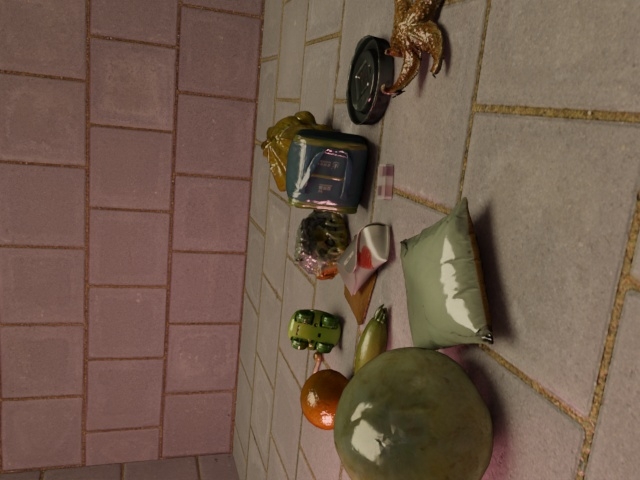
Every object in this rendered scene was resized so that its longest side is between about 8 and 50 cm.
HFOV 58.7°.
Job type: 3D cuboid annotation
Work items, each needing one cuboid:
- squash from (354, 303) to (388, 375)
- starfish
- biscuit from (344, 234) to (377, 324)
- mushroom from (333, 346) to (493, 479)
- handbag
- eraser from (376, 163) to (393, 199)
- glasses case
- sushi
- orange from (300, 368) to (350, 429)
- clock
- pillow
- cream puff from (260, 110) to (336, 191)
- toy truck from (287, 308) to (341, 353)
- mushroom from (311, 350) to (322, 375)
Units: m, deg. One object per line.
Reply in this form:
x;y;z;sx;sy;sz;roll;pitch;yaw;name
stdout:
0.149;0.349;1.694;0.094;0.094;0.341;-135;50;-66;squash
0.229;-0.529;1.500;0.312;0.112;0.304;-150;64;-66;starfish
0.126;0.131;1.903;0.232;0.013;0.237;-116;34;-54;biscuit
0.199;0.400;1.235;0.352;0.260;0.353;-12;65;28;mushroom
0.020;-0.230;1.863;0.222;0.262;0.241;-97;12;-71;handbag
0.193;-0.175;1.703;0.065;0.026;0.105;-158;71;-74;eraser
0.123;0.064;1.769;0.308;0.083;0.128;123;144;-56;glasses case
0.000;0.000;2.017;0.139;0.184;0.274;121;154;-55;sushi
0.024;0.536;1.908;0.206;0.205;0.206;-178;90;-72;orange
0.154;-0.505;1.804;0.280;0.055;0.281;-178;90;-72;clock
0.273;0.100;1.285;0.312;0.119;0.310;134;137;-65;pillow
-0.094;-0.326;2.203;0.378;0.275;0.379;179;90;-73;cream puff
-0.033;0.316;2.095;0.210;0.186;0.148;-142;61;-68;toy truck
-0.025;0.581;2.299;0.068;0.043;0.307;-65;-18;-71;mushroom
